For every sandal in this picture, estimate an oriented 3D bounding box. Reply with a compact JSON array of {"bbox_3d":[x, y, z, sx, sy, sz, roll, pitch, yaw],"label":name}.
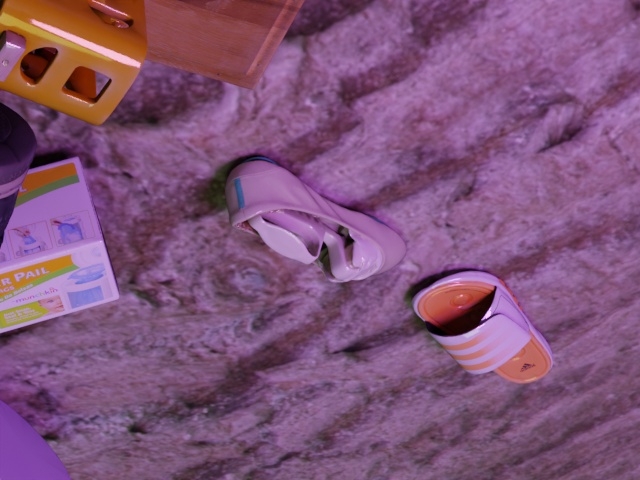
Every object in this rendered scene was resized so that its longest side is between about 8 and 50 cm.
[{"bbox_3d":[0.212,0.124,1.474,0.102,0.076,0.265,-32,135,21],"label":"sandal"}]

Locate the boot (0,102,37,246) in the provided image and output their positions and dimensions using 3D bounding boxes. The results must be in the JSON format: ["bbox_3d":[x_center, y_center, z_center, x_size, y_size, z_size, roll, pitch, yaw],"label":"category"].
[{"bbox_3d":[-0.417,-0.026,0.991,0.377,0.138,0.284,21,122,6],"label":"boot"}]

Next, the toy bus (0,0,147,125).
[{"bbox_3d":[-0.229,-0.163,0.923,0.202,0.104,0.191,-14,138,2],"label":"toy bus"}]

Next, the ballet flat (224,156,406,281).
[{"bbox_3d":[0.000,0.000,1.285,0.248,0.086,0.086,27,126,-36],"label":"ballet flat"}]

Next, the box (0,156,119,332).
[{"bbox_3d":[-0.308,0.016,1.179,0.203,0.103,0.114,-16,149,-9],"label":"box"}]

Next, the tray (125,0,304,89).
[{"bbox_3d":[-0.199,-0.259,0.957,0.411,0.076,0.203,12,134,-26],"label":"tray"}]

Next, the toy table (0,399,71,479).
[{"bbox_3d":[-0.424,0.267,1.382,0.161,0.252,0.274,-38,122,5],"label":"toy table"}]
